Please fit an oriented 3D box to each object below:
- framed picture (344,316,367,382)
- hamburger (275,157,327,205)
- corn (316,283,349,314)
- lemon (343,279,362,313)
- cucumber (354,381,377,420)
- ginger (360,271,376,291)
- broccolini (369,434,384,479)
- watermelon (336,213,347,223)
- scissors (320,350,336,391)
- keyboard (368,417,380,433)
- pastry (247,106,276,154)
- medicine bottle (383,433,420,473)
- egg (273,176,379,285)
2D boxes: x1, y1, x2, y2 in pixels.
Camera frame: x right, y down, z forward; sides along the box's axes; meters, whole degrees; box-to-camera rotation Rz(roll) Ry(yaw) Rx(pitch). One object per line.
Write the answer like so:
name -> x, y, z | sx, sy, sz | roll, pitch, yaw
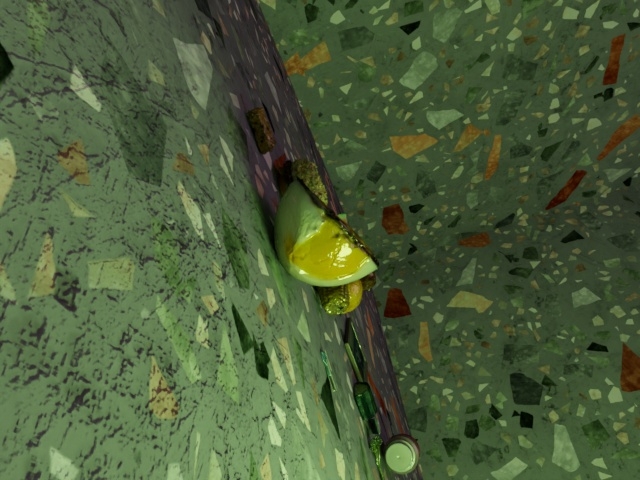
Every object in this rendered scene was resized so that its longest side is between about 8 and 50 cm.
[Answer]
framed picture -> 0.150, 0.473, 2.076 | 0.315, 0.024, 0.232 | -69, 139, -79
hamburger -> -0.052, -0.164, 1.710 | 0.261, 0.138, 0.243 | -28, 100, -81
corn -> 0.037, 0.117, 1.751 | 0.363, 0.120, 0.120 | -100, 169, -56
lemon -> 0.087, 0.192, 1.854 | 0.187, 0.142, 0.142 | -83, 156, -46
cucumber -> 0.163, 0.572, 1.810 | 0.116, 0.062, 0.115 | -80, 155, -71
ginger -> 0.175, 0.096, 2.712 | 0.274, 0.152, 0.358 | 37, 29, -41
broccolini -> 0.209, 0.774, 1.744 | 0.052, 0.054, 0.194 | 145, -71, -78
watermelon -> 0.005, 0.012, 1.717 | 0.128, 0.231, 0.146 | 50, -14, -9
scissors -> 0.024, 0.378, 1.449 | 0.058, 0.014, 0.119 | 53, 17, -65
keyboard -> 0.197, 0.675, 1.820 | 0.176, 0.014, 0.055 | 93, -14, -69
pastry -> -0.178, -0.338, 1.535 | 0.080, 0.056, 0.140 | -56, 131, -66
medicine bottle -> 0.320, 0.843, 1.977 | 0.247, 0.147, 0.147 | 51, 22, -69
egg -> -0.018, 0.008, 1.322 | 0.337, 0.201, 0.337 | 49, 1, -1
